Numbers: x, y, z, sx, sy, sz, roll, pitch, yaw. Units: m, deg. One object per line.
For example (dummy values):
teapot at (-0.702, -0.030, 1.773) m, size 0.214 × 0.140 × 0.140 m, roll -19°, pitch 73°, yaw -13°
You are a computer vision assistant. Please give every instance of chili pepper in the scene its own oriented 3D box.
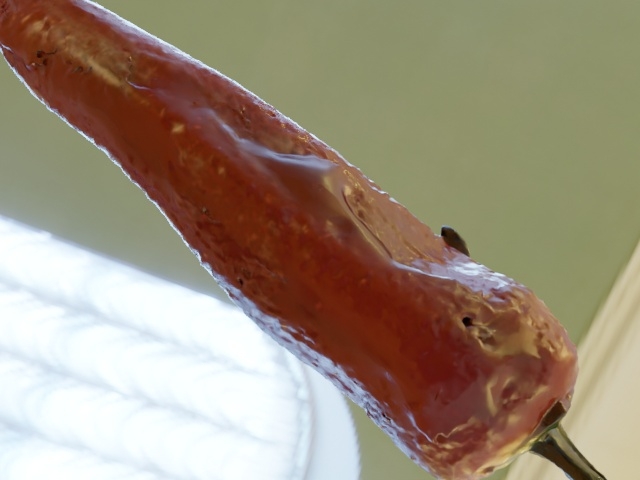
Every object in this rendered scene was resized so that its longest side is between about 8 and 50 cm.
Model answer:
chili pepper at (0.000, 0.000, 0.383) m, size 0.059 × 0.268 × 0.050 m, roll -49°, pitch 171°, yaw -6°
